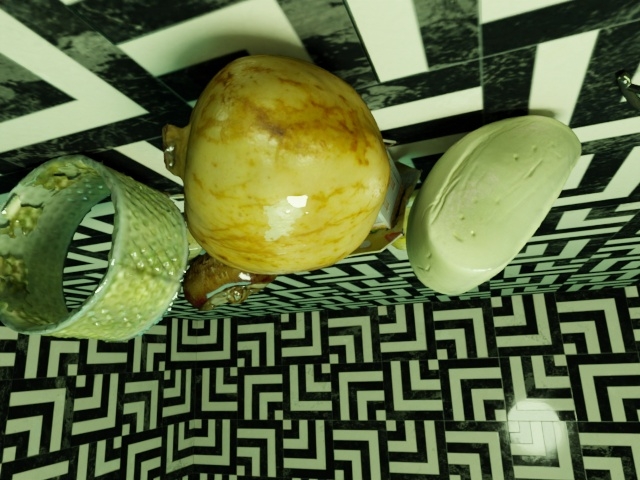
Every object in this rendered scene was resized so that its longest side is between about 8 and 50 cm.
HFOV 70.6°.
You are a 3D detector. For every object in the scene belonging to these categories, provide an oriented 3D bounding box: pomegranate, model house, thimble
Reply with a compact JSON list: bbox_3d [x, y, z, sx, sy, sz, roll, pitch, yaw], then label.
[{"bbox_3d":[-0.047,-0.074,0.479,0.248,0.249,0.248,-2,165,-1],"label":"pomegranate"},{"bbox_3d":[0.014,-0.087,0.660,0.219,0.207,0.136,-8,132,34],"label":"model house"},{"bbox_3d":[-0.355,0.019,0.691,0.270,0.271,0.150,-8,163,19],"label":"thimble"}]

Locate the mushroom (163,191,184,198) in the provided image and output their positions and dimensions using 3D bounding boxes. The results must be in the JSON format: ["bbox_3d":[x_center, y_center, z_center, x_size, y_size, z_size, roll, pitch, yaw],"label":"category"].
[{"bbox_3d":[-0.174,-0.065,0.881,0.286,0.026,0.028,6,179,-34],"label":"mushroom"}]

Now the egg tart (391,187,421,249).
[{"bbox_3d":[0.231,-0.033,0.923,0.278,0.095,0.279,-3,164,-1],"label":"egg tart"}]

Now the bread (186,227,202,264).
[{"bbox_3d":[-0.352,0.015,1.074,0.139,0.060,0.178,3,164,-21],"label":"bread"}]

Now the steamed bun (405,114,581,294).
[{"bbox_3d":[0.215,-0.055,0.619,0.154,0.250,0.200,34,169,11],"label":"steamed bun"}]

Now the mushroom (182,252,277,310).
[{"bbox_3d":[-0.224,0.086,1.148,0.253,0.154,0.253,-21,175,-2],"label":"mushroom"}]

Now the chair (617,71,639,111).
[{"bbox_3d":[0.464,-0.156,0.431,0.154,0.142,0.260,6,-153,-28],"label":"chair"}]
